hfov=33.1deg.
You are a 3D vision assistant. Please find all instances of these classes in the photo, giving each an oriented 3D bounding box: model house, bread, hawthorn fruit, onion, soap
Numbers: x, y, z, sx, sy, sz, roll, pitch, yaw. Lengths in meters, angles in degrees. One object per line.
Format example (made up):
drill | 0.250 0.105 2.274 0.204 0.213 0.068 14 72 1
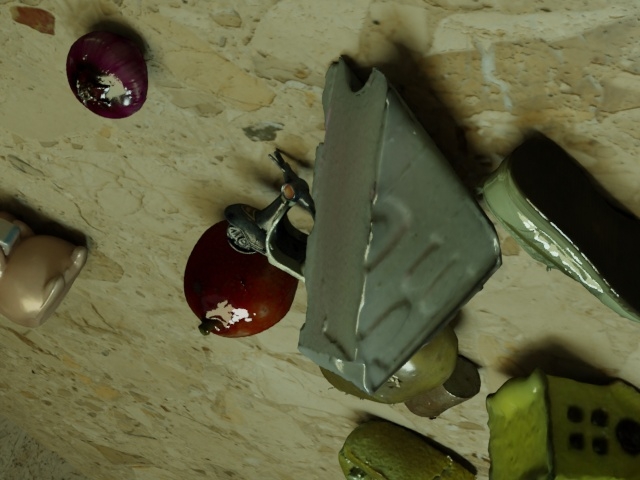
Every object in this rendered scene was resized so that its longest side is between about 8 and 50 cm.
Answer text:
model house | 0.371 0.281 1.520 0.234 0.174 0.193 3 156 -18
bread | 0.148 0.434 1.980 0.257 0.124 0.186 31 152 -2
hawthorn fruit | -0.121 0.064 1.542 0.169 0.188 0.169 28 153 16
onion | -0.266 -0.199 1.324 0.115 0.104 0.115 13 129 17
soap | 0.032 -0.007 1.195 0.302 0.258 0.159 50 174 -31

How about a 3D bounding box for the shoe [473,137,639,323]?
shoe | 0.285 0.002 1.183 0.275 0.103 0.098 43 150 -14

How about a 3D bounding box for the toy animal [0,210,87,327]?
toy animal | -0.557 0.049 1.897 0.256 0.195 0.213 29 144 4

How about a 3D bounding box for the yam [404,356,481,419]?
yam | 0.183 0.224 1.654 0.084 0.084 0.127 32 148 -7

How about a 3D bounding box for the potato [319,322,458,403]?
potato | 0.085 0.160 1.570 0.192 0.141 0.296 35 154 -6

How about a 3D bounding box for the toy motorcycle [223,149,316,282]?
toy motorcycle | 0.000 0.000 1.410 0.263 0.091 0.157 27 128 -1
